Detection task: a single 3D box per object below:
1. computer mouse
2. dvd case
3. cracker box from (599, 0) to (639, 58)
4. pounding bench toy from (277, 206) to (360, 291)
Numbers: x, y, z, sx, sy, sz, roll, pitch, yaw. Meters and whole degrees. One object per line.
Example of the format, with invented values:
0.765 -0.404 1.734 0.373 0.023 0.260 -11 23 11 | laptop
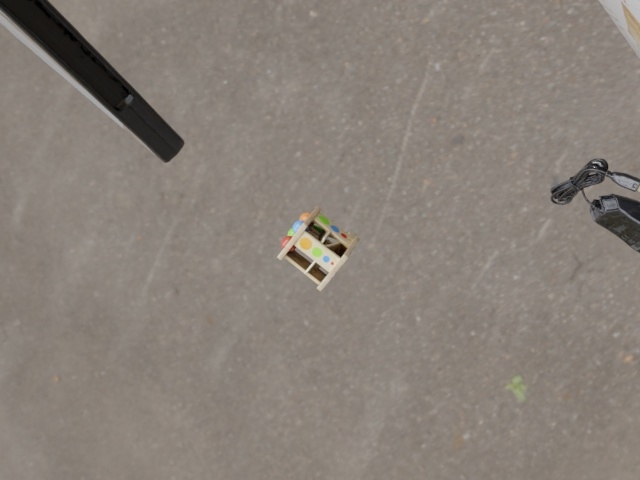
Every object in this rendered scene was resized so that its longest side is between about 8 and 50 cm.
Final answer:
0.555 -0.065 1.695 0.262 0.060 0.184 30 158 0 | computer mouse
-0.185 -0.144 0.512 0.180 0.253 0.022 40 86 26 | dvd case
0.172 -0.061 0.353 0.067 0.156 0.232 -36 101 15 | cracker box
0.000 0.000 1.007 0.065 0.083 0.052 38 118 0 | pounding bench toy
